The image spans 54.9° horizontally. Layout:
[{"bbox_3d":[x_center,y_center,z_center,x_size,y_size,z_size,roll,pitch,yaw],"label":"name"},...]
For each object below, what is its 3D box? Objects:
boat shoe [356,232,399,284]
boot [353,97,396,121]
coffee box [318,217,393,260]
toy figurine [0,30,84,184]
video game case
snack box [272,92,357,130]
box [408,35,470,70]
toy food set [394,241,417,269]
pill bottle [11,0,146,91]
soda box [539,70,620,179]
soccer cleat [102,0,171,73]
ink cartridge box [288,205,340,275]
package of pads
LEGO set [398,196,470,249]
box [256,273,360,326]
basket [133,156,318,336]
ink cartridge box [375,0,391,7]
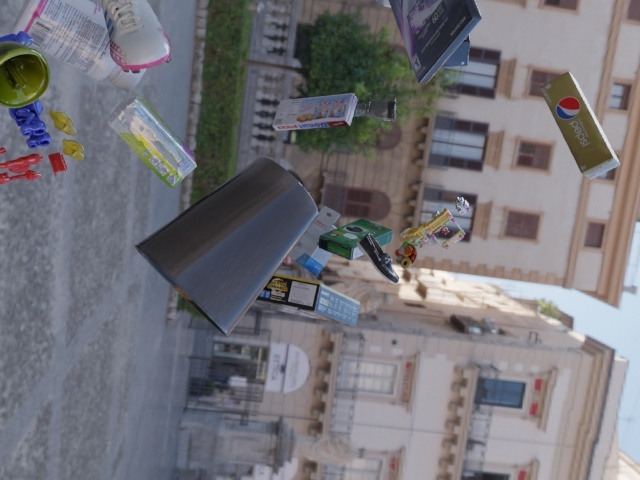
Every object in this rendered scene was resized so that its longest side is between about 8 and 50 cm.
[{"bbox_3d":[0.125,0.038,1.276,0.038,0.046,0.125,-47,-119,15],"label":"boat shoe"},{"bbox_3d":[0.182,-0.461,2.158,0.246,0.161,0.083,-56,148,-78],"label":"boot"},{"bbox_3d":[0.096,-0.004,1.629,0.184,0.113,0.040,-23,126,-46],"label":"coffee box"},{"bbox_3d":[-0.544,-0.265,1.030,0.217,0.191,0.362,65,-17,14],"label":"toy figurine"},{"bbox_3d":[0.189,-0.458,1.127,0.196,0.026,0.274,134,-58,-63],"label":"video game case"},{"bbox_3d":[-0.014,-0.256,1.232,0.022,0.178,0.064,42,59,-50],"label":"snack box"},{"bbox_3d":[0.312,-0.551,1.655,0.093,0.156,0.158,77,10,-62],"label":"box"},{"bbox_3d":[0.284,0.048,2.046,0.083,0.020,0.082,-56,-129,18],"label":"toy food set"},{"bbox_3d":[-0.557,-0.482,1.463,0.160,0.283,0.160,-31,-134,38],"label":"pill bottle"},{"bbox_3d":[0.456,-0.202,1.087,0.058,0.061,0.181,-30,-112,30],"label":"soda box"},{"bbox_3d":[-0.389,-0.443,1.242,0.331,0.116,0.143,-128,-160,-51],"label":"soccer cleat"},{"bbox_3d":[0.000,0.000,1.748,0.180,0.060,0.104,-54,-148,-2],"label":"ink cartridge box"},{"bbox_3d":[-0.438,-0.270,1.607,0.101,0.229,0.296,-42,-158,-1],"label":"package of pads"},{"bbox_3d":[0.373,-0.021,2.016,0.287,0.107,0.132,-35,-171,39],"label":"LEGO set"},{"bbox_3d":[-0.065,0.150,1.605,0.322,0.257,0.079,34,66,-64],"label":"box"},{"bbox_3d":[-0.125,-0.003,0.914,0.227,0.154,0.204,-47,132,-14],"label":"basket"},{"bbox_3d":[0.243,-0.637,1.336,0.197,0.198,0.270,-89,-173,-67],"label":"ink cartridge box"}]
